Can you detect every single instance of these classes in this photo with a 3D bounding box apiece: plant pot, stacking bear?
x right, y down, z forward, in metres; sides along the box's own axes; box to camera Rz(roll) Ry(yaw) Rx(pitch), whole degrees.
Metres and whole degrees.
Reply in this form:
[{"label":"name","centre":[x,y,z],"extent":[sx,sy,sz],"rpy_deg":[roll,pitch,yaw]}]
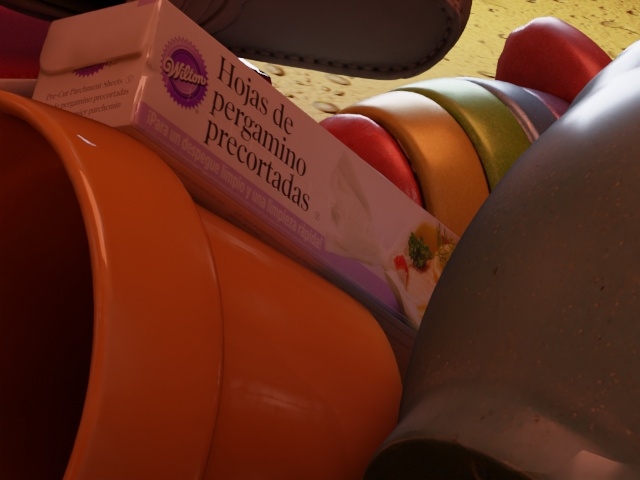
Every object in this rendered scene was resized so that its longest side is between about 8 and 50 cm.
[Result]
[{"label":"plant pot","centre":[0.140,0.091,0.668],"extent":[0.196,0.293,0.293],"rpy_deg":[-36,46,-29]},{"label":"stacking bear","centre":[0.042,-0.016,1.014],"extent":[0.289,0.175,0.164],"rpy_deg":[-8,37,-36]},{"label":"plant pot","centre":[-0.075,0.062,0.702],"extent":[0.188,0.205,0.205],"rpy_deg":[15,14,-43]}]

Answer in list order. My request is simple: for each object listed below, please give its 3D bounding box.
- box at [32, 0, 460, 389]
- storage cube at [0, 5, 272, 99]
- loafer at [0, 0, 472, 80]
[{"label":"box","centre":[0.000,0.000,0.829],"extent":[0.067,0.063,0.324],"rpy_deg":[-9,-31,36]},{"label":"storage cube","centre":[-0.162,-0.030,0.880],"extent":[0.215,0.183,0.193],"rpy_deg":[-2,26,-36]},{"label":"loafer","centre":[-0.077,-0.127,0.789],"extent":[0.319,0.112,0.111],"rpy_deg":[14,41,-20]}]
